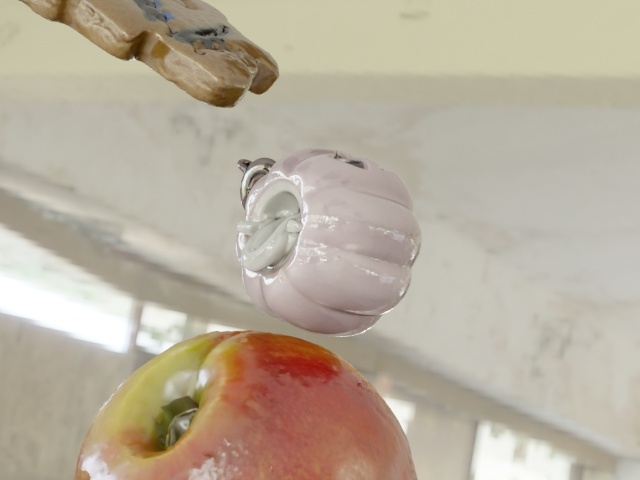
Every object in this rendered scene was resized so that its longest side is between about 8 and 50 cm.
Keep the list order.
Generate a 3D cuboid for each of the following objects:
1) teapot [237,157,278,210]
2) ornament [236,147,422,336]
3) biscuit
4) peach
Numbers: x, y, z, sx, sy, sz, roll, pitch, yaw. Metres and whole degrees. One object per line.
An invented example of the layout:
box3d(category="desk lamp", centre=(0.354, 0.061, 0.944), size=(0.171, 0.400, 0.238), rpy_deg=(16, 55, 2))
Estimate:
box3d(category="teapot", centre=(-0.053, -0.056, 1.803), size=(0.045, 0.068, 0.100), rpy_deg=(6, 33, -50))
box3d(category="ornament", centre=(0.000, 0.000, 1.563), size=(0.177, 0.177, 0.177), rpy_deg=(10, -12, 2))
box3d(category="biscuit", centre=(-0.175, -0.208, 1.527), size=(0.301, 0.043, 0.278), rpy_deg=(20, 18, -22))
box3d(category="peach", centre=(-0.061, 0.269, 1.524), size=(0.290, 0.372, 0.372), rpy_deg=(-12, -22, 28))
